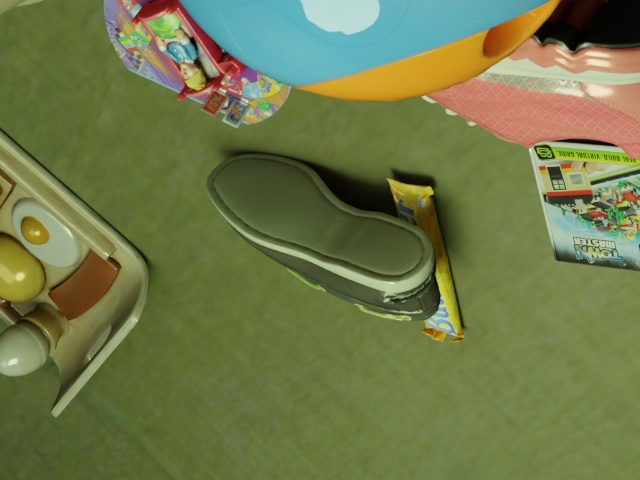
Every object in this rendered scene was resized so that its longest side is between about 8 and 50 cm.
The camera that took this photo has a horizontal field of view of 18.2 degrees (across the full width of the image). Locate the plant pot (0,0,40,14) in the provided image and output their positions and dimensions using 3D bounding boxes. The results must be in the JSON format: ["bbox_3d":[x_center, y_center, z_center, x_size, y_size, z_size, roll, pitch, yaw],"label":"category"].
[{"bbox_3d":[-0.339,-0.254,1.470,0.334,0.305,0.334,21,136,21],"label":"plant pot"}]

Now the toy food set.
[{"bbox_3d":[-0.317,0.014,1.858,0.306,0.092,0.220,41,140,-1],"label":"toy food set"}]

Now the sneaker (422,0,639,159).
[{"bbox_3d":[0.106,-0.120,1.396,0.314,0.116,0.136,13,138,30],"label":"sneaker"}]

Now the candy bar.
[{"bbox_3d":[0.087,0.017,1.608,0.040,0.018,0.161,9,130,32],"label":"candy bar"}]

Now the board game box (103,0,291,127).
[{"bbox_3d":[-0.104,-0.149,1.579,0.169,0.033,0.133,25,141,8],"label":"board game box"}]

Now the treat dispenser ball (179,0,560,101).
[{"bbox_3d":[0.031,-0.229,1.220,0.288,0.288,0.288,21,136,22],"label":"treat dispenser ball"}]

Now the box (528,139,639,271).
[{"bbox_3d":[0.256,-0.028,1.423,0.207,0.036,0.114,7,130,33],"label":"box"}]

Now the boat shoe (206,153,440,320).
[{"bbox_3d":[0.000,0.000,1.603,0.228,0.081,0.068,28,155,35],"label":"boat shoe"}]
